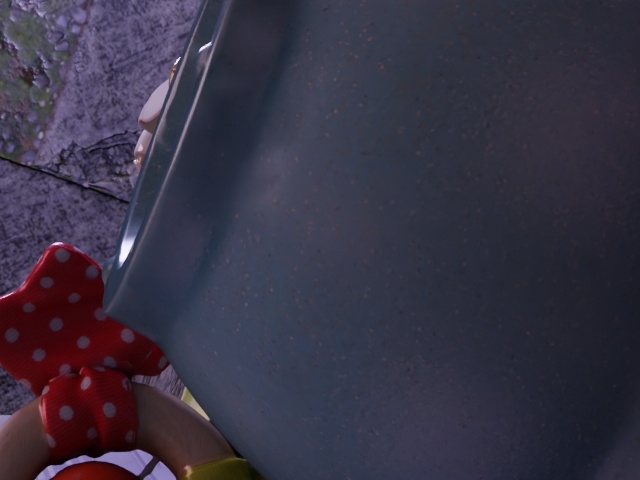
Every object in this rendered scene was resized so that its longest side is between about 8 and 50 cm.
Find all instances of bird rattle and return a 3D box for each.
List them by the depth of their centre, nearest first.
[{"bbox_3d":[-0.113,0.137,1.042,0.207,0.253,0.143,-50,4,-25],"label":"bird rattle"}]

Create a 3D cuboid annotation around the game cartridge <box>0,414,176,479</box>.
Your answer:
[{"bbox_3d":[-0.170,0.179,1.286,0.355,0.230,0.068,-160,67,-76],"label":"game cartridge"}]

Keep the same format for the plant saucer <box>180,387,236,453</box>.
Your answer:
[{"bbox_3d":[-0.091,0.142,1.599,0.241,0.037,0.241,-160,90,-82],"label":"plant saucer"}]

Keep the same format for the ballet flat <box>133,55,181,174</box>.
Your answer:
[{"bbox_3d":[-0.083,-0.065,1.168,0.232,0.073,0.080,128,161,-66],"label":"ballet flat"}]

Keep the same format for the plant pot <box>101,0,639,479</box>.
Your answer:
[{"bbox_3d":[0.033,-0.021,0.698,0.293,0.196,0.293,-161,90,-82],"label":"plant pot"}]
